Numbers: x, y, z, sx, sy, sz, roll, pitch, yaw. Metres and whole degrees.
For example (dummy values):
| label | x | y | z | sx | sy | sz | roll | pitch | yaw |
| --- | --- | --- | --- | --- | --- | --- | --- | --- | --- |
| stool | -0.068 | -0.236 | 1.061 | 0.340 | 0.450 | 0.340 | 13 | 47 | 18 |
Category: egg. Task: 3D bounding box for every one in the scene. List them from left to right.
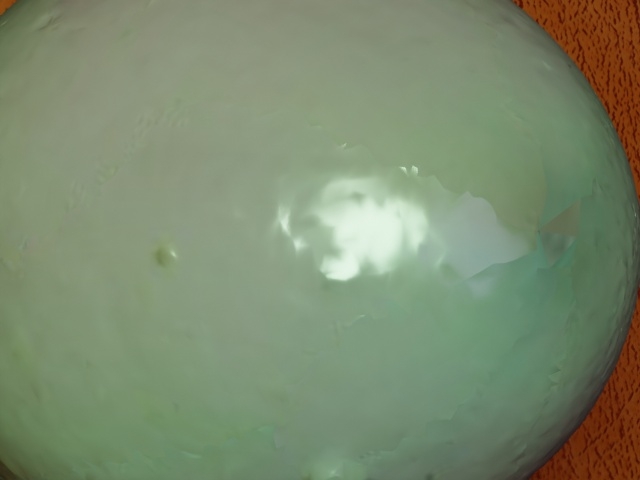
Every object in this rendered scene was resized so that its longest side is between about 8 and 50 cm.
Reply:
| label | x | y | z | sx | sy | sz | roll | pitch | yaw |
| --- | --- | --- | --- | --- | --- | --- | --- | --- | --- |
| egg | 0.000 | 0.000 | 0.794 | 0.355 | 0.340 | 0.354 | 3 | 84 | -34 |
